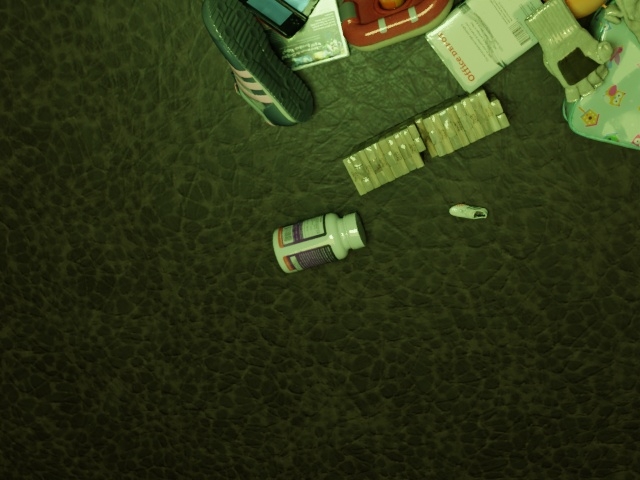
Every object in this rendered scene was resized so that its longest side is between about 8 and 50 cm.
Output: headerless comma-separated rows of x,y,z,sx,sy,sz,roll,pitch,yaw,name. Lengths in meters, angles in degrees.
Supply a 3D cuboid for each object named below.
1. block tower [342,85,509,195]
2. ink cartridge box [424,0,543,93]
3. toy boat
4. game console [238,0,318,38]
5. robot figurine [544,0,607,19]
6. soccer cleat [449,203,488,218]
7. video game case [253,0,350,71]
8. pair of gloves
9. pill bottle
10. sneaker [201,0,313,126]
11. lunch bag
0.216,-0.214,1.491,0.335,0.097,0.091,-25,105,15,block tower
0.329,-0.415,1.395,0.208,0.087,0.153,-35,103,19,ink cartridge box
0.135,-0.473,1.352,0.231,0.151,0.151,-17,144,14,toy boat
-0.082,-0.492,1.411,0.144,0.124,0.085,34,137,-3,game console
0.455,-0.502,1.299,0.128,0.158,0.220,-26,80,42,robot figurine
0.326,-0.062,1.562,0.083,0.036,0.029,6,112,7,soccer cleat
-0.050,-0.446,1.480,0.190,0.022,0.173,-12,108,13,video game case
0.509,-0.375,1.258,0.240,0.042,0.204,-28,123,18,pair of gloves
0.000,0.000,1.599,0.193,0.108,0.108,-15,108,15,pill bottle
-0.153,-0.350,1.443,0.131,0.112,0.319,-4,135,44,sneaker
0.611,-0.316,1.378,0.223,0.108,0.279,13,113,2,lunch bag
